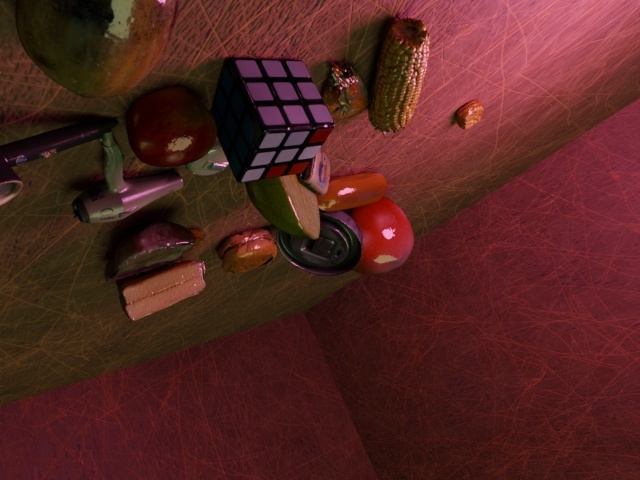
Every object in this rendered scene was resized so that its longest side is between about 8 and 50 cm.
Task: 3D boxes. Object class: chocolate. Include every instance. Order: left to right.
[{"bbox_3d":[-0.467,0.027,1.163,0.185,0.101,0.303,-21,174,-40],"label":"chocolate"}]

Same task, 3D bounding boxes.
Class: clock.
[{"bbox_3d":[-0.001,0.001,1.537,0.312,0.312,0.062,-39,-156,40],"label":"clock"}]

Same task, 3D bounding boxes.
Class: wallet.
[{"bbox_3d":[-0.008,-0.191,1.171,0.039,0.111,0.155,6,175,16],"label":"wallet"}]

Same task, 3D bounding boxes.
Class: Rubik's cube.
[{"bbox_3d":[-0.097,-0.223,0.817,0.163,0.161,0.162,-14,162,-34],"label":"Rubik's cube"}]

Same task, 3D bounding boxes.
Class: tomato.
[{"bbox_3d":[0.212,-0.012,1.709,0.321,0.322,0.321,-24,165,-7],"label":"tomato"}]

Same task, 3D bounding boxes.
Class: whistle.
[{"bbox_3d":[-0.268,-0.176,0.899,0.104,0.057,0.198,-36,163,32],"label":"whistle"}]

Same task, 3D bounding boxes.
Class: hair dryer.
[{"bbox_3d":[-0.437,-0.158,0.671,0.070,0.128,0.255,-33,-174,47],"label":"hair dryer"},{"bbox_3d":[-0.372,-0.133,0.892,0.218,0.088,0.225,-16,148,-54],"label":"hair dryer"}]

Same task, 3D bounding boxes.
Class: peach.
[{"bbox_3d":[-0.261,-0.196,0.767,0.151,0.151,0.119,-34,-153,29],"label":"peach"}]

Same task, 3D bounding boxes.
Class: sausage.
[{"bbox_3d":[0.084,-0.158,1.431,0.328,0.112,0.112,-14,161,-36],"label":"sausage"}]

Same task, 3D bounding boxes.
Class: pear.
[{"bbox_3d":[-0.092,-0.094,1.107,0.139,0.240,0.288,-29,163,11],"label":"pear"}]

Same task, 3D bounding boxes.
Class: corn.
[{"bbox_3d":[0.171,-0.342,0.955,0.115,0.115,0.318,-23,165,-7],"label":"corn"}]

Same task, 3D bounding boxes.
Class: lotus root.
[{"bbox_3d":[-0.234,-0.275,0.477,0.154,0.154,0.278,-7,151,-50],"label":"lotus root"}]

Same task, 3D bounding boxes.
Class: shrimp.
[{"bbox_3d":[0.045,-0.316,0.955,0.115,0.051,0.217,-25,167,7],"label":"shrimp"}]

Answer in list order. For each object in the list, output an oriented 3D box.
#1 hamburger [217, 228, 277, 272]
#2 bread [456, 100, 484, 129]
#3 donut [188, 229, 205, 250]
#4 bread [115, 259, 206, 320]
[{"bbox_3d":[-0.255,0.035,1.543,0.213,0.108,0.214,-19,162,-7],"label":"hamburger"},{"bbox_3d":[0.471,-0.396,1.369,0.083,0.044,0.110,-29,162,6],"label":"bread"},{"bbox_3d":[-0.404,0.004,1.303,0.108,0.043,0.097,-28,165,13],"label":"donut"},{"bbox_3d":[-0.492,0.137,1.346,0.245,0.111,0.239,-21,-169,-28],"label":"bread"}]
